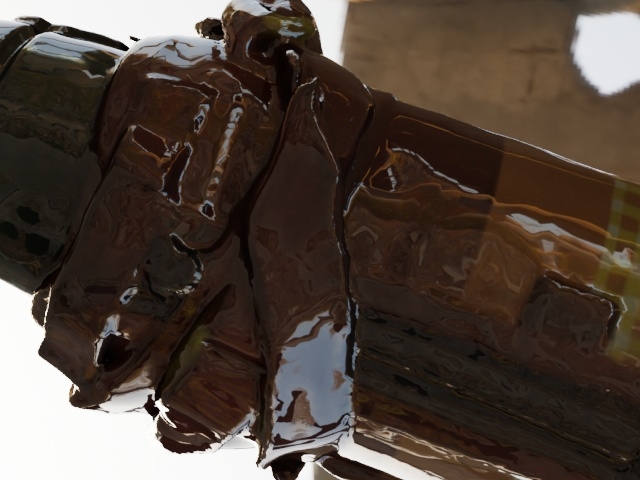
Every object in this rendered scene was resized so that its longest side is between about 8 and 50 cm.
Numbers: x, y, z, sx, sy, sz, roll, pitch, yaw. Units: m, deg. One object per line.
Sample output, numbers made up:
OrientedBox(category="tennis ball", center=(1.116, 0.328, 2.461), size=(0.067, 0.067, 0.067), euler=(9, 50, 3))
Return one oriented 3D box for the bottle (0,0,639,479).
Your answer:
OrientedBox(category="bottle", center=(0.000, 0.000, 0.532), size=(0.143, 0.271, 0.156), euler=(114, -4, -66))
